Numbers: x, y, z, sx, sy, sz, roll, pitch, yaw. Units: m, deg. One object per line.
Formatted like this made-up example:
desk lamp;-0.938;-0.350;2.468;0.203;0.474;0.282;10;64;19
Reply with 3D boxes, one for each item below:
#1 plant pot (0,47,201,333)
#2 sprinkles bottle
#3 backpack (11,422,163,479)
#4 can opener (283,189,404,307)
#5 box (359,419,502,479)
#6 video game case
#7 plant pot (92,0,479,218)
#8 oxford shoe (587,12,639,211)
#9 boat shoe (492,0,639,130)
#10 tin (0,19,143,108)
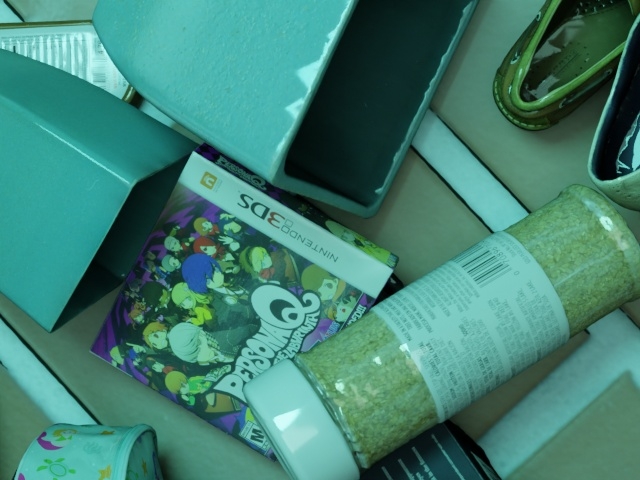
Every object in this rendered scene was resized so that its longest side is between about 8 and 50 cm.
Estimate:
plant pot;-0.265;-0.070;1.114;0.234;0.165;0.166;35;111;3
sprinkles bottle;0.111;0.086;1.077;0.355;0.121;0.121;-31;88;-9
backpack;-0.191;0.290;1.105;0.191;0.225;0.254;-4;93;5
can opener;0.000;0.000;1.168;0.186;0.073;0.059;32;54;4
box;0.084;0.286;1.101;0.207;0.108;0.153;-40;47;7
video game case;-0.074;0.060;1.145;0.210;0.042;0.232;31;111;1
plant pot;-0.043;-0.193;1.079;0.252;0.247;0.248;27;94;22
oxford shoe;0.349;-0.196;1.020;0.140;0.146;0.397;31;104;37
boat shoe;0.275;-0.221;1.102;0.110;0.104;0.307;37;95;4
tin;-0.263;-0.160;1.198;0.189;0.040;0.106;-2;87;6
